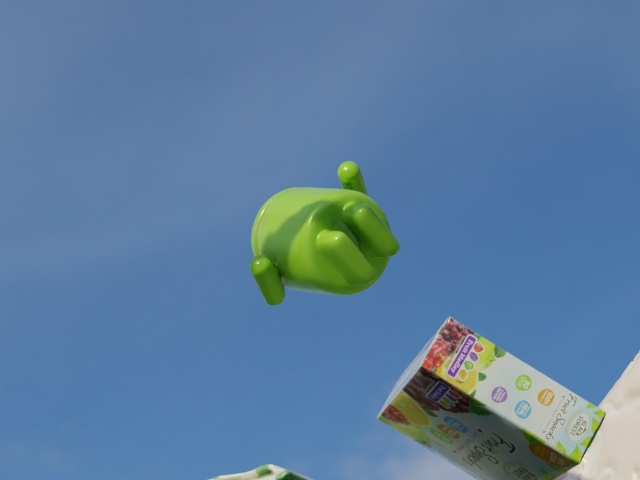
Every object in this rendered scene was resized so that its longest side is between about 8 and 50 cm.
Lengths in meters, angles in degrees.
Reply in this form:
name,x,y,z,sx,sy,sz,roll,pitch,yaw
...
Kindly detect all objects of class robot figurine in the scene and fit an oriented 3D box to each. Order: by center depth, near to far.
name,x,y,z,sx,sy,sz,roll,pitch,yaw
robot figurine,0.000,0.000,1.175,0.067,0.101,0.115,48,-20,-23

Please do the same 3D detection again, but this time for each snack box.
name,x,y,z,sx,sy,sz,roll,pitch,yaw
snack box,0.093,0.099,1.045,0.100,0.037,0.141,30,-18,2

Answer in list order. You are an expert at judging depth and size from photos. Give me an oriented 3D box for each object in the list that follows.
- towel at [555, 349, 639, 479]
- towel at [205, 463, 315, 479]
name,x,y,z,sx,sy,sz,roll,pitch,yaw
towel,0.322,0.150,1.220,0.053,0.317,0.332,22,-72,-45
towel,-0.080,0.210,1.137,0.325,0.038,0.248,-18,-30,32
